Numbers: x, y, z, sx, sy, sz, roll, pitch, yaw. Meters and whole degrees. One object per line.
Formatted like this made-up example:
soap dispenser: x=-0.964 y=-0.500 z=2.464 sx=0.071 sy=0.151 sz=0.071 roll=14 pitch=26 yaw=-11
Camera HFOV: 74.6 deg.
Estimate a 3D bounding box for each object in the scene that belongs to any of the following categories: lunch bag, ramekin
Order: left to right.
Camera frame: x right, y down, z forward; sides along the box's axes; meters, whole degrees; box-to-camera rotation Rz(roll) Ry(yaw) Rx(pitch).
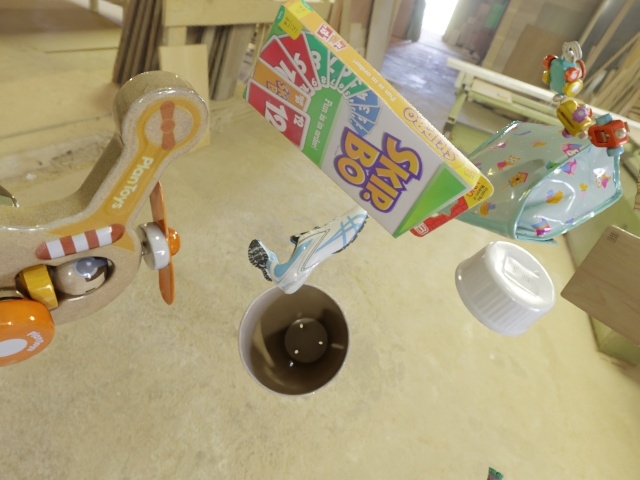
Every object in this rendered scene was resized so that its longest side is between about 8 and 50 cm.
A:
ramekin: x=0.559 y=0.133 z=1.263 sx=0.277 sy=0.135 sz=0.277 roll=15 pitch=47 yaw=-17
lunch bag: x=0.365 y=-0.097 z=0.777 sx=0.262 sy=0.160 sz=0.223 roll=-33 pitch=28 yaw=-12

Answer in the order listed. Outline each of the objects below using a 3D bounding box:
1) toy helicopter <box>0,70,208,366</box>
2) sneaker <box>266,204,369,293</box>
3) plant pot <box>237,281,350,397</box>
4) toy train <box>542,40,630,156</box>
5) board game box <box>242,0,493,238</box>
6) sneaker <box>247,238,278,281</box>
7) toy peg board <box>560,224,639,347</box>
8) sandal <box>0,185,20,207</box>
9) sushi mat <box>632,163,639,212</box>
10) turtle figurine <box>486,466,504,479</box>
toy helicopter: x=-0.223 y=-0.020 z=0.457 sx=0.235 sy=0.355 sz=0.140 roll=7 pitch=42 yaw=-55
sneaker: x=0.000 y=0.000 z=0.802 sx=0.237 sy=0.085 sz=0.086 roll=-40 pitch=93 yaw=-15
plant pot: x=-0.051 y=0.253 z=1.075 sx=0.256 sy=0.274 sz=0.256 roll=-1 pitch=74 yaw=4
toy train: x=0.380 y=-0.201 z=0.593 sx=0.046 sy=0.166 sz=0.125 roll=-26 pitch=7 yaw=4
board game box: x=0.042 y=-0.104 z=0.430 sx=0.259 sy=0.124 sz=0.039 roll=40 pitch=55 yaw=-6
sneaker: x=-0.171 y=0.053 z=1.284 sx=0.063 sy=0.162 sz=0.073 roll=-15 pitch=40 yaw=12
toy peg board: x=0.567 y=0.081 z=0.764 sx=0.079 sy=0.161 sz=0.161 roll=3 pitch=29 yaw=-43
sandal: x=-0.502 y=-0.030 z=0.515 sx=0.219 sy=0.060 sz=0.090 roll=-16 pitch=79 yaw=-34
sushi mat: x=0.486 y=-0.070 z=0.379 sx=0.316 sy=0.151 sz=0.019 roll=17 pitch=21 yaw=35
turtle figurine: x=0.403 y=0.682 z=0.997 sx=0.175 sy=0.118 sz=0.234 roll=36 pitch=69 yaw=0
